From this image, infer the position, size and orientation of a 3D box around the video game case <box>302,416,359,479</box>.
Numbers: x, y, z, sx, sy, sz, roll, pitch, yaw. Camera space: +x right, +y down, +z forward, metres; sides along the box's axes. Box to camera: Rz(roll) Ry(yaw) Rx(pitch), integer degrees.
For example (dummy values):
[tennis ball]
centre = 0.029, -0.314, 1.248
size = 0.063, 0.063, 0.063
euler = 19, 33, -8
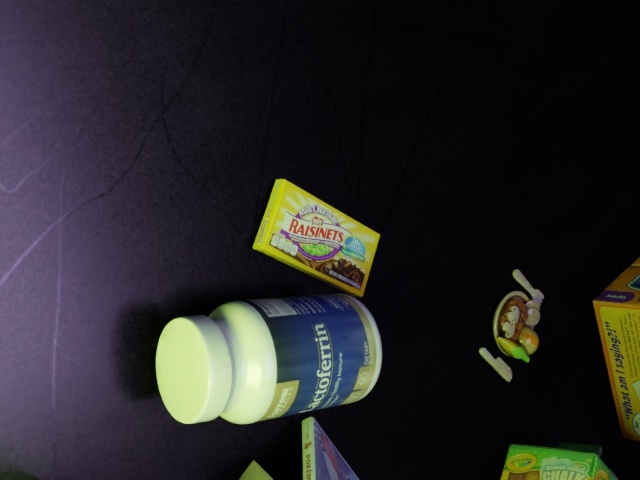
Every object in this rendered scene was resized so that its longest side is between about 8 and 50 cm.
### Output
[video game case]
centre = 0.031, 0.377, 1.046
size = 0.201, 0.023, 0.183
euler = 57, 13, -26

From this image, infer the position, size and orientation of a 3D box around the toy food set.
[toy food set]
centre = 0.374, 0.159, 1.395
size = 0.132, 0.039, 0.192
euler = 41, 66, -34

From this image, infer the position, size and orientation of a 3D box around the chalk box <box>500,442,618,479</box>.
[chalk box]
centre = 0.442, 0.493, 1.366
size = 0.179, 0.180, 0.289
euler = 49, 51, -31

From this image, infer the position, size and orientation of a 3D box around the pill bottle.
[pill bottle]
centre = -0.063, 0.150, 0.949
size = 0.265, 0.153, 0.153
euler = -1, 93, -40

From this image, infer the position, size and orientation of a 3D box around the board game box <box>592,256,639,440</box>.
[board game box]
centre = 0.869, 0.222, 1.612
size = 0.356, 0.356, 0.356
euler = -31, 111, -36

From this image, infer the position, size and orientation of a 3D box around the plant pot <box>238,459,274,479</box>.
[plant pot]
centre = -0.075, 0.379, 0.986
size = 0.096, 0.109, 0.109
euler = -40, 118, -17

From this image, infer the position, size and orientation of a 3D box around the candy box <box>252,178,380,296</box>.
[candy box]
centre = 0.000, 0.000, 1.077
size = 0.206, 0.027, 0.105
euler = 28, 71, -38
